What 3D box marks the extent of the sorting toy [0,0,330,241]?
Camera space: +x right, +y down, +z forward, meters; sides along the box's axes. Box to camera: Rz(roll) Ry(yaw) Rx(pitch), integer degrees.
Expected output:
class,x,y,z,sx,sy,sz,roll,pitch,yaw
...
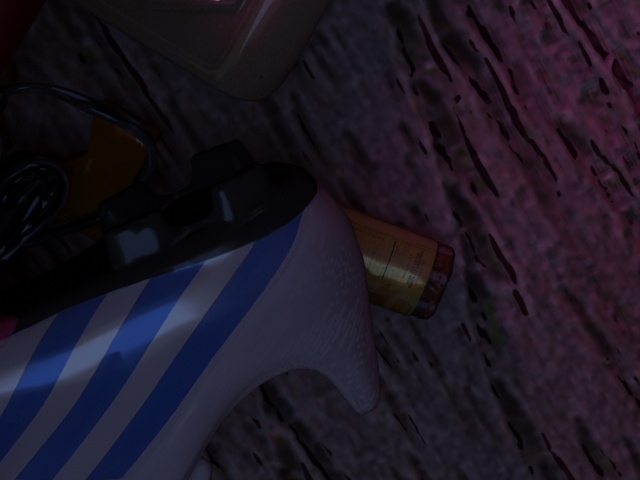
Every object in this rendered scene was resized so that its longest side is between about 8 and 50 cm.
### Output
class,x,y,z,sx,sy,sz,roll,pitch,yaw
sorting toy,-0.095,-0.166,0.649,0.229,0.041,0.307,30,109,-3

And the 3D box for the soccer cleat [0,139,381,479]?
class,x,y,z,sx,sy,sz,roll,pitch,yaw
soccer cleat,-0.128,0.082,0.597,0.331,0.116,0.143,-23,107,-1

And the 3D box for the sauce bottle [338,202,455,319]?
class,x,y,z,sx,sy,sz,roll,pitch,yaw
sauce bottle,0.000,0.000,0.683,0.128,0.042,0.042,20,103,-1

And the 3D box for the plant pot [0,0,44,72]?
class,x,y,z,sx,sy,sz,roll,pitch,yaw
plant pot,-0.214,-0.134,0.515,0.275,0.243,0.275,1,104,4

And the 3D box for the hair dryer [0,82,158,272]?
class,x,y,z,sx,sy,sz,roll,pitch,yaw
hair dryer,-0.222,0.033,0.674,0.293,0.080,0.223,-3,106,-7
